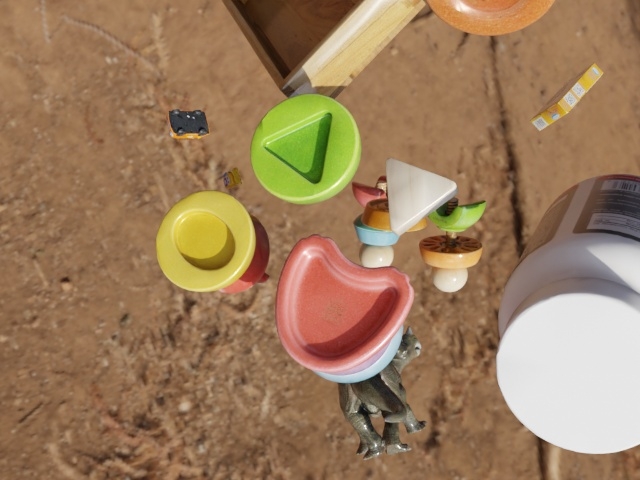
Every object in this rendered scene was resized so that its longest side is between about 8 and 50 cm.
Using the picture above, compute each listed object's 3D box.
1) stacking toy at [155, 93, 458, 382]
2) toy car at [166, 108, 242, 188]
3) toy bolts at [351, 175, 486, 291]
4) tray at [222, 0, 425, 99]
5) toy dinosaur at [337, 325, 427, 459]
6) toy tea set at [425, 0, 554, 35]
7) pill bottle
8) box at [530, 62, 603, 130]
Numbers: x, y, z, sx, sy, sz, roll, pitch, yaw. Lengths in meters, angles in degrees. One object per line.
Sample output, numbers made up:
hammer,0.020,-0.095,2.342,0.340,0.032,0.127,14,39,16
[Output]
stacking toy,0.000,0.000,1.089,0.309,0.280,0.130,34,-4,22
toy car,-0.156,-0.111,1.176,0.060,0.040,0.122,-28,89,-41
toy bolts,0.125,0.000,1.502,0.218,0.228,0.159,-12,112,-38
tray,-0.019,-0.347,1.308,0.076,0.203,0.411,37,15,-36
toy dinosaur,0.063,0.187,1.175,0.160,0.121,0.313,68,14,5
toy tea set,0.179,-0.213,0.456,0.200,0.335,0.124,76,19,-49
pill bottle,0.316,0.069,1.034,0.210,0.210,0.363,63,29,-8
box,0.418,-0.245,1.557,0.028,0.081,0.136,49,63,-3
